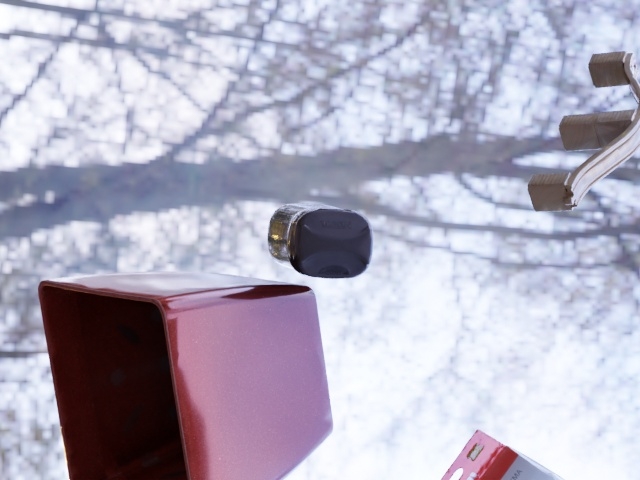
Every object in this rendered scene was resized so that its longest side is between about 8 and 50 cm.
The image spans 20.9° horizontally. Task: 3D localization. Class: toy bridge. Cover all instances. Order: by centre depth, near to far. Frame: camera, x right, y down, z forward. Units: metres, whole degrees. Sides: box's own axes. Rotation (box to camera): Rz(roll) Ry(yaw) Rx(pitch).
[{"bbox_3d":[0.209,-0.082,1.284,0.063,0.188,0.026,-3,-55,29],"label":"toy bridge"}]

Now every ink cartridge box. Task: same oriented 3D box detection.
[{"bbox_3d":[0.172,0.278,1.737,0.045,0.179,0.145,38,-87,40],"label":"ink cartridge box"}]

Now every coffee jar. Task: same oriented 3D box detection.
[{"bbox_3d":[0.000,0.000,1.954,0.184,0.096,0.079,-163,-105,-79],"label":"coffee jar"}]

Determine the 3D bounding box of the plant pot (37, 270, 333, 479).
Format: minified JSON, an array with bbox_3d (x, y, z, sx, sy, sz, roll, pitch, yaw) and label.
[{"bbox_3d":[-0.137,0.159,1.980,0.267,0.236,0.267,6,-73,52],"label":"plant pot"}]
